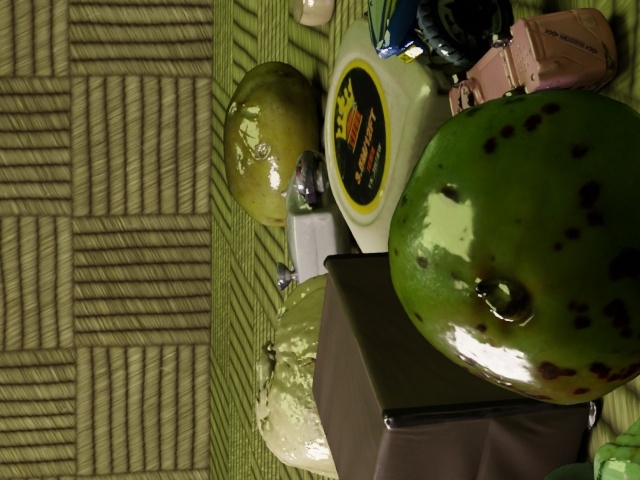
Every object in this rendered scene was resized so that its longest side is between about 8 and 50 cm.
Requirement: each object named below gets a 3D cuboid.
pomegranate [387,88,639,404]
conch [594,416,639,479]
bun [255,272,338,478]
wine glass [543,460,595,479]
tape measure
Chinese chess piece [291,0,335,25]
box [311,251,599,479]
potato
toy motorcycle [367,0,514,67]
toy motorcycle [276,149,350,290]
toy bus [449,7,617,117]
[{"bbox_3d":[0.159,-0.009,0.967,0.263,0.211,0.211,-48,-31,-53],"label":"pomegranate"},{"bbox_3d":[0.228,0.192,0.912,0.106,0.079,0.170,-140,34,-83],"label":"conch"},{"bbox_3d":[0.002,0.151,1.680,0.259,0.152,0.259,11,-90,-85],"label":"bun"},{"bbox_3d":[0.181,0.253,1.087,0.202,0.093,0.093,97,166,-47],"label":"wine glass"},{"bbox_3d":[0.097,-0.130,1.386,0.231,0.133,0.271,-114,25,-44],"label":"tape measure"},{"bbox_3d":[-0.011,-0.370,2.081,0.122,0.051,0.122,177,90,-80],"label":"Chinese chess piece"},{"bbox_3d":[0.102,0.130,1.236,0.252,0.188,0.153,-114,25,-58],"label":"box"},{"bbox_3d":[-0.073,-0.145,2.186,0.197,0.149,0.228,-82,-3,-52],"label":"potato"},{"bbox_3d":[0.095,-0.291,1.204,0.113,0.169,0.315,-23,59,56],"label":"toy motorcycle"},{"bbox_3d":[0.000,0.000,1.972,0.171,0.110,0.260,-68,-28,-78],"label":"toy motorcycle"},{"bbox_3d":[0.163,-0.124,1.136,0.203,0.090,0.063,138,120,-74],"label":"toy bus"}]
